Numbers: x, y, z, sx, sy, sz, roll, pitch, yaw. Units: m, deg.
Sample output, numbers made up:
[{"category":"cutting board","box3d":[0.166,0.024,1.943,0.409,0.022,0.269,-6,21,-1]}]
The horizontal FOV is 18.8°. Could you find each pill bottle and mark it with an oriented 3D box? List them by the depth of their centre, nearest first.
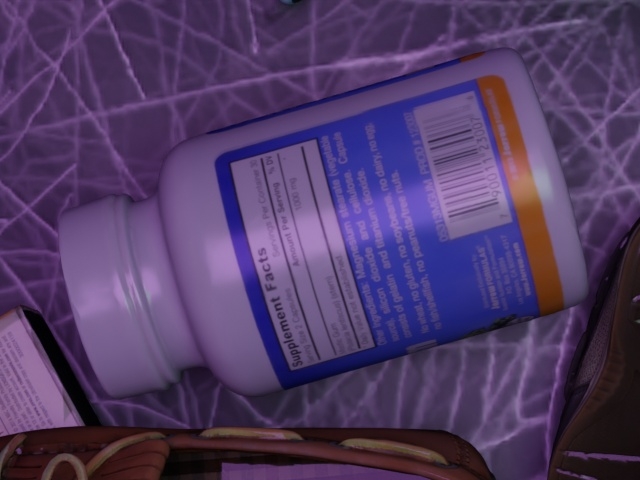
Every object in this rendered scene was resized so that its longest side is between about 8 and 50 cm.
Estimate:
[{"category":"pill bottle","box3d":[0.000,0.000,1.076,0.272,0.152,0.152,-16,83,4]}]

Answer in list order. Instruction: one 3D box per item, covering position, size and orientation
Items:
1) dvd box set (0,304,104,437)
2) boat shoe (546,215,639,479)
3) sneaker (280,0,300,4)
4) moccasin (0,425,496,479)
[{"category":"dvd box set","box3d":[-0.275,0.273,1.118,0.420,0.062,0.308,-31,83,1]},{"category":"boat shoe","box3d":[0.180,0.083,1.092,0.080,0.073,0.224,13,106,2]},{"category":"sneaker","box3d":[-0.023,-0.193,1.156,0.069,0.038,0.098,23,77,8]},{"category":"moccasin","box3d":[-0.093,0.166,1.010,0.380,0.147,0.139,0,83,2]}]
